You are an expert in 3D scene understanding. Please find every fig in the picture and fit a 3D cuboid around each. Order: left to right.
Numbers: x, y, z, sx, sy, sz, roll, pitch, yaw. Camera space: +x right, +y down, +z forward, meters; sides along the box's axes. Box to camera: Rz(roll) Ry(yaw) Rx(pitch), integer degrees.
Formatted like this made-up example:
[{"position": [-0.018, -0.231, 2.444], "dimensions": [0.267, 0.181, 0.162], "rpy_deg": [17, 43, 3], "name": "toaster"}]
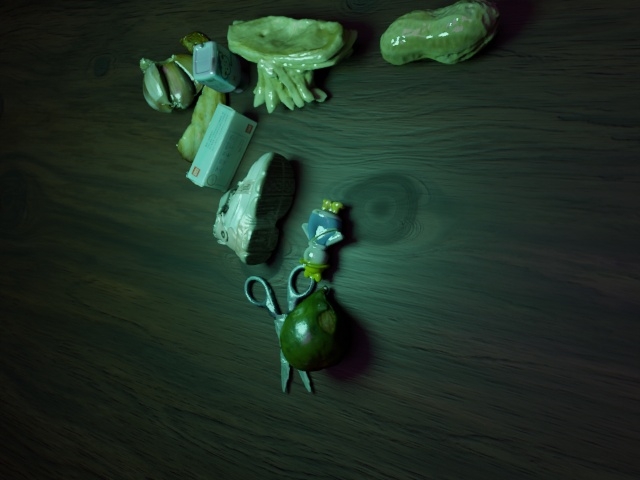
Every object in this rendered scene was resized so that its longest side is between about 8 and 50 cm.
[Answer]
[{"position": [-0.013, 0.246, 1.294], "dimensions": [0.195, 0.195, 0.245], "rpy_deg": [-20, 44, 24], "name": "fig"}]

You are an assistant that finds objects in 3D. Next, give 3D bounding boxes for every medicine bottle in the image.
[{"position": [-0.318, -0.550, 1.476], "dimensions": [0.094, 0.188, 0.119], "rpy_deg": [-2, 86, 27], "name": "medicine bottle"}]

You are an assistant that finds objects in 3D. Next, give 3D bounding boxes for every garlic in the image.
[{"position": [-0.515, -0.546, 1.599], "dimensions": [0.160, 0.214, 0.191], "rpy_deg": [-9, 108, 53], "name": "garlic"}]

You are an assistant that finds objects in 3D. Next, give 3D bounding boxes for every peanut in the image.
[{"position": [0.304, -0.539, 1.195], "dimensions": [0.313, 0.149, 0.149], "rpy_deg": [7, 90, 27], "name": "peanut"}]

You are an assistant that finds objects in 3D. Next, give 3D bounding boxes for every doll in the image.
[{"position": [0.000, 0.000, 1.334], "dimensions": [0.135, 0.099, 0.241], "rpy_deg": [14, 95, 4], "name": "doll"}]

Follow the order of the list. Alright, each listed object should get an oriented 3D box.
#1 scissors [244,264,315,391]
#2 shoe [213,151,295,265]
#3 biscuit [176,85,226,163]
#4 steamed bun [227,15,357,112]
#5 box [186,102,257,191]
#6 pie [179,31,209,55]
[{"position": [-0.101, 0.277, 1.404], "dimensions": [0.255, 0.029, 0.384], "rpy_deg": [-16, 78, 23], "name": "scissors"}, {"position": [-0.223, -0.113, 1.412], "dimensions": [0.198, 0.171, 0.351], "rpy_deg": [21, 95, 29], "name": "shoe"}, {"position": [-0.402, -0.409, 1.590], "dimensions": [0.154, 0.045, 0.299], "rpy_deg": [34, 101, 26], "name": "biscuit"}, {"position": [-0.103, -0.533, 1.393], "dimensions": [0.427, 0.189, 0.247], "rpy_deg": [12, 62, 24], "name": "steamed bun"}, {"position": [-0.322, -0.298, 1.492], "dimensions": [0.079, 0.135, 0.270], "rpy_deg": [30, 101, 25], "name": "box"}, {"position": [-0.443, -0.702, 1.637], "dimensions": [0.088, 0.033, 0.191], "rpy_deg": [-46, 69, 13], "name": "pie"}]
